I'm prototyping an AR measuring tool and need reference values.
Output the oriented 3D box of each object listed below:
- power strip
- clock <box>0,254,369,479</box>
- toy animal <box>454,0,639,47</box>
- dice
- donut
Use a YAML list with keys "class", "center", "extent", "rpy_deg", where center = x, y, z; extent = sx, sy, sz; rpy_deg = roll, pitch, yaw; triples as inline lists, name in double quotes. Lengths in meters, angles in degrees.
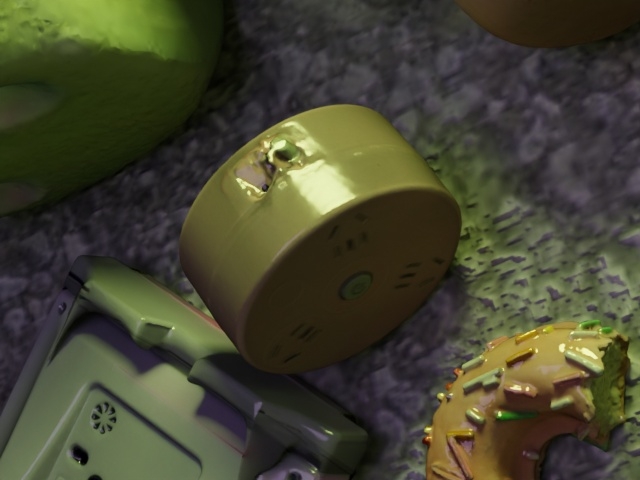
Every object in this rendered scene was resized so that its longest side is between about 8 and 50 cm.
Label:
- class: "power strip"
  center: [0.000, 0.000, 1.102]
  extent: [0.154, 0.154, 0.078]
  rpy_deg: [-48, 58, 17]
- class: "clock"
  center: [-0.103, 0.140, 1.189]
  extent: [0.253, 0.083, 0.186]
  rpy_deg: [31, 100, 33]
- class: "toy animal"
  center: [0.159, -0.209, 1.031]
  extent: [0.250, 0.166, 0.154]
  rpy_deg: [-50, 42, 29]
- class: "dice"
  center: [-0.227, -0.162, 1.222]
  extent: [0.250, 0.254, 0.252]
  rpy_deg: [-28, 70, 28]
- class: "donut"
  center: [0.103, 0.118, 1.067]
  extent: [0.117, 0.065, 0.166]
  rpy_deg: [10, 85, 34]
